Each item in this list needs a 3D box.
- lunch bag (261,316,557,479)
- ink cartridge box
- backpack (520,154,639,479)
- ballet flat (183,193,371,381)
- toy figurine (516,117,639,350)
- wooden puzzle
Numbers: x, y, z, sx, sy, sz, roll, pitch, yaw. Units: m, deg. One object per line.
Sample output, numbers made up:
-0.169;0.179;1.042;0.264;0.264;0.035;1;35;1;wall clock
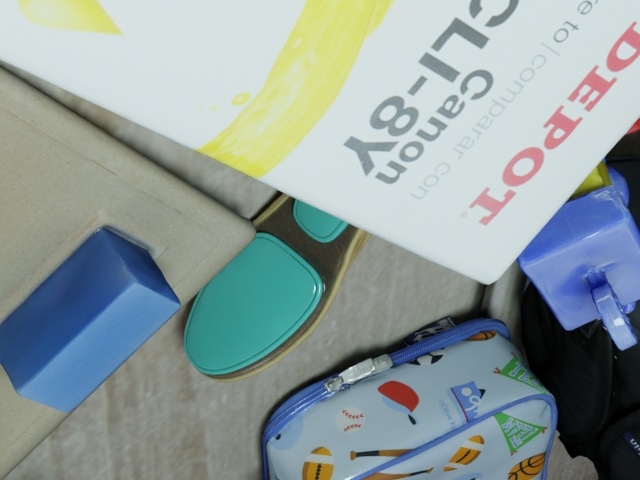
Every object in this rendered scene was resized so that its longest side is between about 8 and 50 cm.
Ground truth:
0.060;0.195;1.276;0.243;0.115;0.303;-21;145;-16;lunch bag
-0.002;-0.180;0.567;0.385;0.160;0.279;24;113;-40;ink cartridge box
0.286;0.095;1.230;0.273;0.290;0.355;-39;160;-26;backpack
0.000;0.000;0.987;0.232;0.080;0.073;-51;162;24;ballet flat
0.154;-0.054;0.856;0.191;0.217;0.362;-16;153;13;toy figurine
-0.217;0.066;0.839;0.322;0.080;0.348;-44;149;10;wooden puzzle
